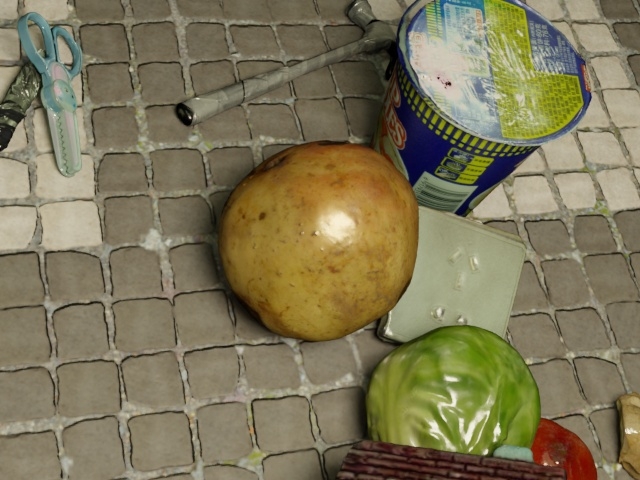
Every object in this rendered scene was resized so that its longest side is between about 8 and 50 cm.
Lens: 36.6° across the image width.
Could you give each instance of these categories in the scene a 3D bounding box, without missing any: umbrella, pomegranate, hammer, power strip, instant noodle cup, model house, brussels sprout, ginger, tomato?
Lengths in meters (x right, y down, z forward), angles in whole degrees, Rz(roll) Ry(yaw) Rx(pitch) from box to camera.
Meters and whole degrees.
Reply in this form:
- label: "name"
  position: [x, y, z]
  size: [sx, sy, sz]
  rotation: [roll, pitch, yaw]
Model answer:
- label: "umbrella"
  position: [-0.446, -0.211, 1.439]
  size: [0.046, 0.050, 0.188]
  rotation: [34, 55, -20]
- label: "pomegranate"
  position: [0.000, 0.000, 1.313]
  size: [0.281, 0.281, 0.281]
  rotation: [7, 59, -12]
- label: "hammer"
  position: [-0.052, -0.282, 1.597]
  size: [0.427, 0.044, 0.152]
  rotation: [-24, 70, -25]
- label: "power strip"
  position: [0.187, 0.071, 1.431]
  size: [0.198, 0.064, 0.213]
  rotation: [19, 77, -12]
- label: "instant noodle cup"
  position: [0.198, -0.168, 1.435]
  size: [0.284, 0.312, 0.284]
  rotation: [8, 59, -13]
- label: "model house"
  position: [0.126, 0.348, 1.104]
  size: [0.280, 0.230, 0.249]
  rotation: [6, 48, 17]
- label: "brussels sprout"
  position: [0.172, 0.230, 1.263]
  size: [0.244, 0.244, 0.244]
  rotation: [7, 59, -12]
- label: "ginger"
  position: [0.526, 0.290, 1.401]
  size: [0.213, 0.074, 0.137]
  rotation: [13, 75, -4]
- label: "tomato"
  position: [0.316, 0.309, 1.322]
  size: [0.159, 0.091, 0.139]
  rotation: [41, 59, 8]

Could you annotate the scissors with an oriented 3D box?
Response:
- label: "scissors"
  position: [-0.390, -0.215, 1.445]
  size: [0.030, 0.125, 0.256]
  rotation: [-19, 73, 22]
